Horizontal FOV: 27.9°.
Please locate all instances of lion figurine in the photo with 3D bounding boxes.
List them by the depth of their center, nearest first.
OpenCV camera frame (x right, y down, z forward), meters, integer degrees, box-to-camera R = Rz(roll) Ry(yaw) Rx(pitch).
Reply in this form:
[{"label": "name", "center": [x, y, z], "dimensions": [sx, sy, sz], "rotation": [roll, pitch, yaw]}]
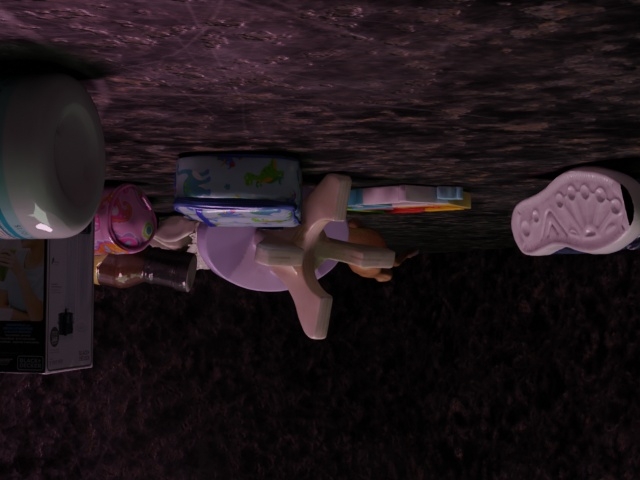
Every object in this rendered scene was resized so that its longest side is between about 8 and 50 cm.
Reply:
[{"label": "lion figurine", "center": [0.000, 0.000, 2.318], "dimensions": [0.392, 0.142, 0.240], "rotation": [4, 179, -4]}]

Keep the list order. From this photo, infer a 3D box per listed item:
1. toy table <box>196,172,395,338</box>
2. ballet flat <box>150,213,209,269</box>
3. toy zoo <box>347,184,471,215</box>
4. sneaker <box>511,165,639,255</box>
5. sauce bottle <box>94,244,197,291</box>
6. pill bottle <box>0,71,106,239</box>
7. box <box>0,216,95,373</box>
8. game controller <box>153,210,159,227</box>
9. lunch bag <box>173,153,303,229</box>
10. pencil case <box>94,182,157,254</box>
[{"label": "toy table", "center": [-0.032, 0.011, 1.979], "dimensions": [0.274, 0.252, 0.161], "rotation": [-12, -159, -35]}, {"label": "ballet flat", "center": [-0.297, -0.004, 2.614], "dimensions": [0.147, 0.147, 0.409], "rotation": [2, 169, -36]}, {"label": "toy zoo", "center": [0.122, -0.069, 2.207], "dimensions": [0.293, 0.030, 0.192], "rotation": [-2, 176, 40]}, {"label": "sneaker", "center": [0.454, -0.050, 1.906], "dimensions": [0.236, 0.130, 0.323], "rotation": [-9, 176, -22]}, {"label": "sauce bottle", "center": [-0.391, 0.023, 2.282], "dimensions": [0.344, 0.111, 0.111], "rotation": [11, 178, 5]}, {"label": "pill bottle", "center": [-0.337, -0.072, 1.144], "dimensions": [0.264, 0.146, 0.146], "rotation": [-2, 176, 15]}, {"label": "box", "center": [-0.383, 0.036, 1.784], "dimensions": [0.087, 0.290, 0.169], "rotation": [1, 179, 12]}, {"label": "game controller", "center": [-0.401, -0.038, 2.436], "dimensions": [0.166, 0.067, 0.319], "rotation": [1, 176, -13]}, {"label": "lunch bag", "center": [-0.113, -0.067, 1.768], "dimensions": [0.176, 0.090, 0.219], "rotation": [3, 176, 0]}, {"label": "pencil case", "center": [-0.406, -0.034, 2.123], "dimensions": [0.284, 0.124, 0.124], "rotation": [-1, 177, 37]}]
